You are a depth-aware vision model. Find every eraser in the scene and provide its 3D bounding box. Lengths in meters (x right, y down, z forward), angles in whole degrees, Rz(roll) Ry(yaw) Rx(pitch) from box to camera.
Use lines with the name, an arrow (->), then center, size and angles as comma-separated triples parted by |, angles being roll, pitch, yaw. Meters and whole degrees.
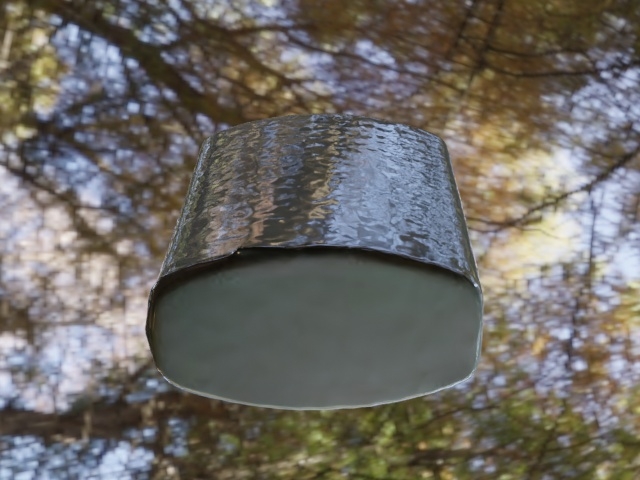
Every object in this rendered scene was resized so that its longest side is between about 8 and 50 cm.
eraser -> 0.000, 0.000, 0.898 | 0.189, 0.290, 0.104 | -3, -69, 3
